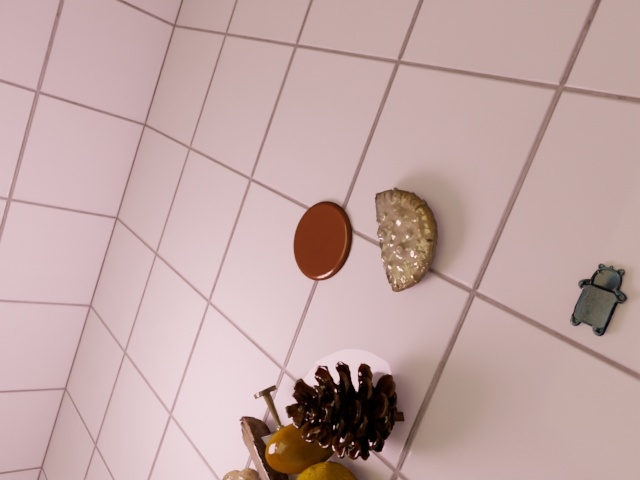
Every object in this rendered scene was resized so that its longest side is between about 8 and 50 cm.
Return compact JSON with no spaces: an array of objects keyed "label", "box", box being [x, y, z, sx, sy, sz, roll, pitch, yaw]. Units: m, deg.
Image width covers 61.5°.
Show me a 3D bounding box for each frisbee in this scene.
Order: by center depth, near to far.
[{"label":"frisbee","box":[0.000,0.000,1.661,0.251,0.021,0.250,-9,77,43]}]

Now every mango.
[{"label":"mango","box":[-0.043,0.566,1.488,0.228,0.099,0.136,-23,87,-1]}]

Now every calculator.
[{"label":"calculator","box":[0.554,0.115,1.072,0.094,0.019,0.141,26,99,45]}]

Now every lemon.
[{"label":"lemon","box":[0.014,0.678,1.379,0.192,0.192,0.231,-41,22,33]}]

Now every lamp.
[{"label":"lamp","box":[-0.128,0.546,1.602,0.121,0.121,0.214,-36,74,35]}]

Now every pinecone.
[{"label":"pinecone","box":[0.060,0.417,1.337,0.244,0.309,0.244,-50,29,42]}]

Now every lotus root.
[{"label":"lotus root","box":[-0.151,0.679,1.634,0.329,0.078,0.167,55,154,35]}]

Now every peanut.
[{"label":"peanut","box":[-0.266,0.782,1.734,0.187,0.082,0.082,-29,62,39]}]

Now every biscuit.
[{"label":"biscuit","box":[0.221,-0.023,1.393,0.179,0.084,0.281,-29,61,39]}]
